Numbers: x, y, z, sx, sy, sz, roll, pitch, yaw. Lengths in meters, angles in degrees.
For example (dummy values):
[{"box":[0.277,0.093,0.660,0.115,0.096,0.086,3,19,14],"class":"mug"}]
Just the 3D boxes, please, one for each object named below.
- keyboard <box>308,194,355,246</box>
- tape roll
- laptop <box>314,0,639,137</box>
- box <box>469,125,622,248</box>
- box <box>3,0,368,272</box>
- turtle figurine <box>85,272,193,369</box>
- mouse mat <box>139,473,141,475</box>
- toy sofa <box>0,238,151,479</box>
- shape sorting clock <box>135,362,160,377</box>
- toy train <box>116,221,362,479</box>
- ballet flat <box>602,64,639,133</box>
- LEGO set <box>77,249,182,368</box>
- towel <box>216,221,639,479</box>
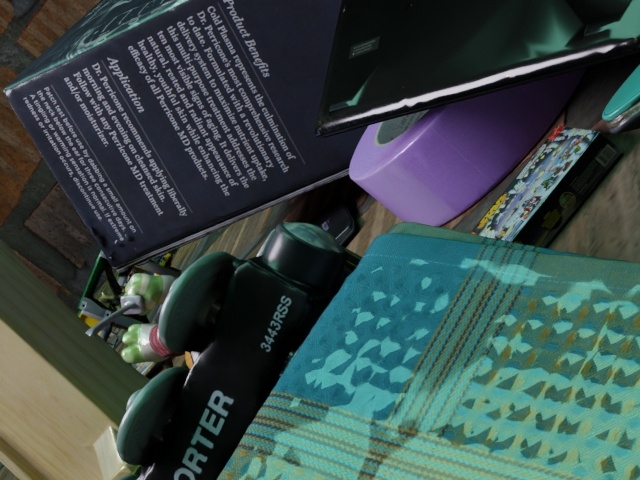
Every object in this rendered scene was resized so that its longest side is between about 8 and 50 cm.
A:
[{"box":[0.000,0.000,1.438,0.108,0.023,0.180,-43,12,6],"class":"keyboard"},{"box":[0.150,-0.143,1.151,0.275,0.090,0.275,-47,13,15],"class":"tape roll"},{"box":[0.234,-0.271,1.040,0.382,0.236,0.407,-9,64,52],"class":"laptop"},{"box":[0.170,-0.029,0.894,0.137,0.027,0.094,-51,11,1],"class":"box"},{"box":[-0.098,-0.256,1.560,0.472,0.297,0.480,-21,22,16],"class":"box"},{"box":[-0.169,0.143,1.224,0.274,0.198,0.266,-54,10,-28],"class":"turtle figurine"},{"box":[-0.191,0.273,1.372,0.152,0.007,0.189,-42,17,38],"class":"mouse mat"},{"box":[-0.365,0.177,1.400,0.150,0.362,0.177,-47,2,22],"class":"toy sofa"},{"box":[-0.247,0.142,1.865,0.206,0.040,0.206,-48,13,14],"class":"shape sorting clock"},{"box":[-0.049,0.140,0.806,0.190,0.142,0.333,-1,-63,-64],"class":"toy train"},{"box":[0.273,-0.136,0.735,0.203,0.074,0.074,-52,12,2],"class":"ballet flat"},{"box":[-0.247,0.156,1.618,0.255,0.192,0.331,97,-165,-78],"class":"LEGO set"},{"box":[0.041,0.155,0.557,0.271,0.040,0.370,11,60,45],"class":"towel"}]
